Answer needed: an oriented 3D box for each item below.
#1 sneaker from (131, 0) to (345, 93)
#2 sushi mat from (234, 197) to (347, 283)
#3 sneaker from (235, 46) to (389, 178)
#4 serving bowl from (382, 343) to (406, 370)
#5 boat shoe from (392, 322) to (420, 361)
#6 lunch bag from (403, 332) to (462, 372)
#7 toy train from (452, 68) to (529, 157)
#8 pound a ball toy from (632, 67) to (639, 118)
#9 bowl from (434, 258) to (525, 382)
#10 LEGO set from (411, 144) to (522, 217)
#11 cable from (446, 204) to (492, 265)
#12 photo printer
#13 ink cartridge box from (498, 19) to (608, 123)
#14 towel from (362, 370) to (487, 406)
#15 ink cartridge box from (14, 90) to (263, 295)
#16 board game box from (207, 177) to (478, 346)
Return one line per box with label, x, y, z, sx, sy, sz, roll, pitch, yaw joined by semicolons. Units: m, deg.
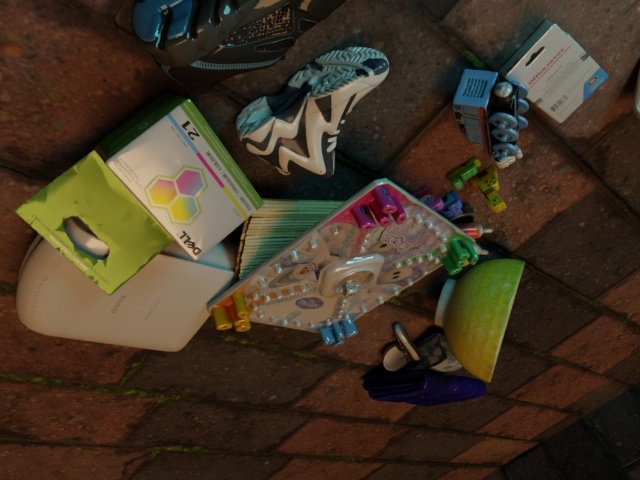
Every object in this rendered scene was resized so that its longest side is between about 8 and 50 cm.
sneaker;-0.050;-0.296;0.625;0.340;0.125;0.140;-25;164;1
sushi mat;0.000;0.000;0.936;0.316;0.019;0.152;-2;117;-36
sneaker;0.010;-0.172;0.775;0.235;0.094;0.153;-31;140;10
serving bowl;0.201;0.310;1.408;0.083;0.027;0.083;-10;116;-21
boat shoe;0.216;0.271;1.352;0.040;0.049;0.142;-26;124;13
lunch bag;0.319;0.317;1.424;0.128;0.096;0.151;12;138;-33
toy train;0.275;-0.200;0.845;0.080;0.105;0.184;-67;155;-8
pound a ball toy;0.730;-0.319;0.928;0.319;0.136;0.208;-6;111;-17
bowl;0.356;0.163;1.208;0.156;0.289;0.290;17;143;22
LEGO set;0.290;-0.090;0.982;0.227;0.093;0.087;-34;138;13
cable;0.217;0.000;1.063;0.287;0.072;0.140;-4;131;-20
photo printer;-0.324;0.068;0.872;0.307;0.107;0.256;19;124;-37
ink cartridge box;0.367;-0.277;0.842;0.180;0.060;0.104;19;125;-37
towel;0.301;0.428;1.487;0.308;0.076;0.227;18;153;-39
ink cartridge box;-0.236;-0.046;0.710;0.255;0.097;0.189;-42;126;-11
board game box;0.062;0.076;0.958;0.390;0.050;0.390;-36;148;23
